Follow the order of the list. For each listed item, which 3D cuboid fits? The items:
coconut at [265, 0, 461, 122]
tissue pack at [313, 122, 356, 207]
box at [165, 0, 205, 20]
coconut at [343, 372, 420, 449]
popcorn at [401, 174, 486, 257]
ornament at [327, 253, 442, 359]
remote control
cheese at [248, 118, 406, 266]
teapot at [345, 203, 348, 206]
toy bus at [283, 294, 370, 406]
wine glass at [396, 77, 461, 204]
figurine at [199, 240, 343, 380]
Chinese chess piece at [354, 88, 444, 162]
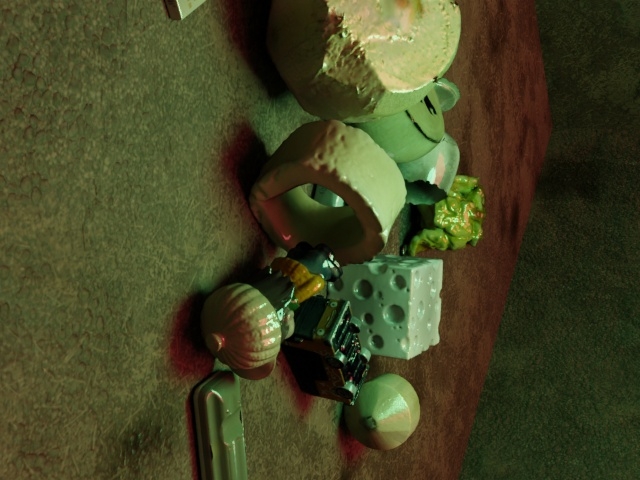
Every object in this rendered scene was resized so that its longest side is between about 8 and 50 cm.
[{"bbox_3d":[0.072,-0.444,1.772,0.404,0.404,0.405,-22,115,-60],"label":"coconut"},{"bbox_3d":[0.065,-0.174,2.103,0.177,0.089,0.263,29,72,-59],"label":"tissue pack"},{"bbox_3d":[-0.222,-0.505,1.518,0.220,0.032,0.122,-55,141,-43],"label":"box"},{"bbox_3d":[0.172,0.483,2.334,0.222,0.202,0.202,-12,106,-64],"label":"coconut"},{"bbox_3d":[0.405,-0.085,2.635,0.293,0.237,0.293,6,90,-68],"label":"popcorn"},{"bbox_3d":[0.173,0.168,2.218,0.239,0.239,0.240,-9,104,-63],"label":"ornament"},{"bbox_3d":[-0.197,0.438,1.733,0.128,0.065,0.336,-31,122,-56],"label":"remote control"},{"bbox_3d":[0.006,-0.093,1.772,0.292,0.332,0.153,46,50,-24],"label":"cheese"},{"bbox_3d":[0.117,-0.072,2.029,0.087,0.096,0.177,3,99,-59],"label":"teapot"},{"bbox_3d":[0.013,0.262,2.008,0.275,0.167,0.139,74,34,-46],"label":"toy bus"},{"bbox_3d":[0.287,-0.277,2.374,0.238,0.237,0.323,41,49,-59],"label":"wine glass"},{"bbox_3d":[-0.107,0.116,1.684,0.204,0.185,0.332,53,57,-36],"label":"figurine"},{"bbox_3d":[0.184,-0.368,2.094,0.349,0.146,0.349,41,37,-41],"label":"Chinese chess piece"}]
